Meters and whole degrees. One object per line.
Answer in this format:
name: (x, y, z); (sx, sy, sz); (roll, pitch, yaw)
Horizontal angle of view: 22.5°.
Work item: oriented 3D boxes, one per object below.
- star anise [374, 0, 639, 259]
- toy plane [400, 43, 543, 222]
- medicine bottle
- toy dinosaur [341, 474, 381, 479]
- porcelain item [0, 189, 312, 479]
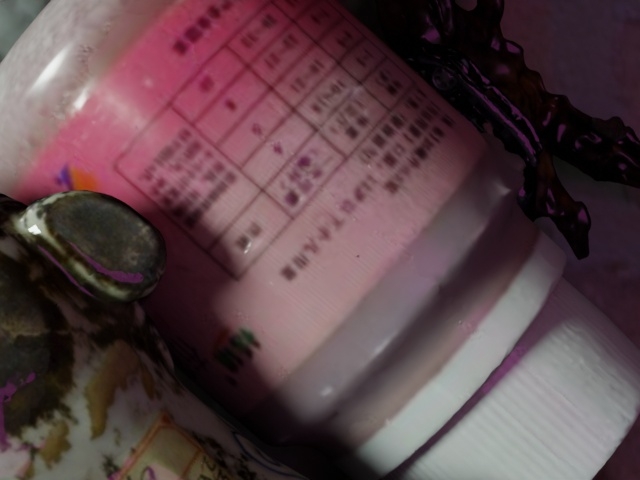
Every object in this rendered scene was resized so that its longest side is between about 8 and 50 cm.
star anise: (0.074, -0.043, 0.737); (0.212, 0.053, 0.157); (47, 60, -21)
toy plane: (0.025, -0.054, 0.670); (0.197, 0.078, 0.053); (44, 16, -1)
medicine bottle: (0.000, 0.000, 0.594); (0.247, 0.147, 0.147); (43, 61, -2)
toy dinosaur: (0.075, 0.165, 0.694); (0.120, 0.079, 0.292); (-34, 99, -27)
porcelain item: (-0.080, 0.104, 0.551); (0.288, 0.186, 0.138); (40, 58, -9)
